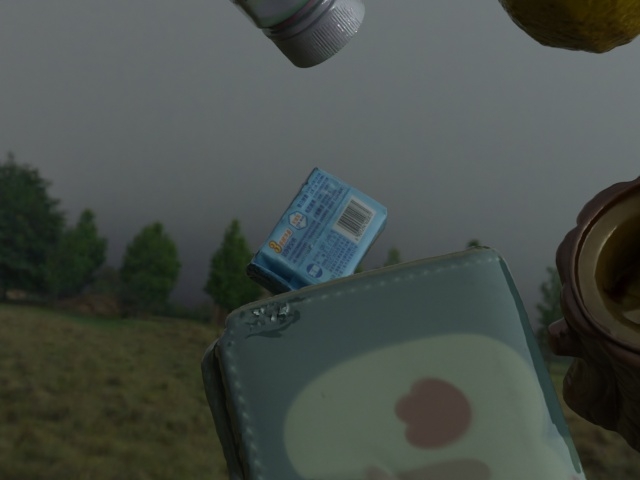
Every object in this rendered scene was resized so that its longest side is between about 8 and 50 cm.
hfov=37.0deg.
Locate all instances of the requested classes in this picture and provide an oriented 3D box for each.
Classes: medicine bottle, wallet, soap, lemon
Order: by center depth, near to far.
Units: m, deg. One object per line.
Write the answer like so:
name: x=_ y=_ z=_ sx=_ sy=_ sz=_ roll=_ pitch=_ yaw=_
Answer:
medicine bottle: x=-0.031 y=-0.146 z=0.491 sx=0.118 sy=0.055 sz=0.074 roll=42 pitch=7 yaw=-35
wallet: x=0.066 y=0.196 z=0.640 sx=0.252 sy=0.360 sz=0.083 roll=-12 pitch=-19 yaw=-13
lemon: x=0.257 y=-0.279 z=0.920 sx=0.192 sy=0.192 sz=0.231 roll=4 pitch=-7 yaw=33
soap: x=0.000 y=0.000 z=1.521 sx=0.156 sy=0.293 sz=0.077 roll=34 pitch=-43 yaw=0

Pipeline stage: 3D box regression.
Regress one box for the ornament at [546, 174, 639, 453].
ornament: x=0.294 y=0.063 z=0.794 sx=0.221 sy=0.235 sz=0.217 roll=-15 pitch=-32 yaw=15
